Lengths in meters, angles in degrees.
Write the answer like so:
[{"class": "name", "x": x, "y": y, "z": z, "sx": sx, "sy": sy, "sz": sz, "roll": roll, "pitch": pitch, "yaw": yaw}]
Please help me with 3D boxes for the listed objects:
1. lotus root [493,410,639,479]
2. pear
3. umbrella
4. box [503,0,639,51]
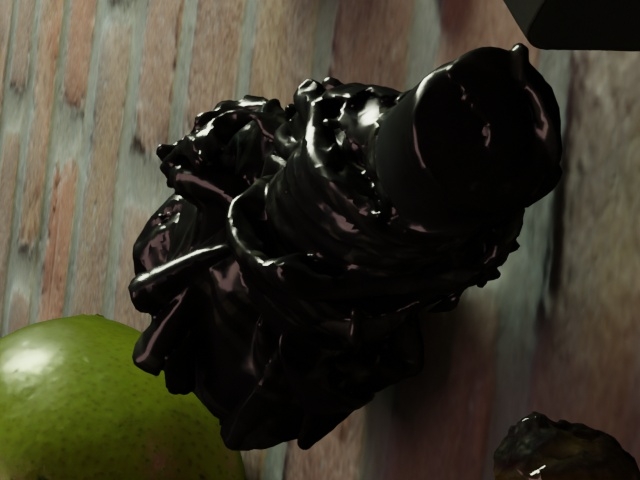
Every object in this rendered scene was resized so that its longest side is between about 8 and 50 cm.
[{"class": "lotus root", "x": 0.063, "y": 0.159, "z": 0.544, "sx": 0.138, "sy": 0.138, "sz": 0.214, "roll": 171, "pitch": 116, "yaw": -70}, {"class": "pear", "x": -0.123, "y": 0.154, "z": 1.010, "sx": 0.219, "sy": 0.187, "sz": 0.187, "roll": 67, "pitch": 149, "yaw": 30}, {"class": "umbrella", "x": -0.002, "y": 0.012, "z": 0.735, "sx": 0.336, "sy": 0.128, "sz": 0.154, "roll": 178, "pitch": 95, "yaw": -75}, {"class": "box", "x": 0.098, "y": -0.116, "z": 0.583, "sx": 0.122, "sy": 0.084, "sz": 0.069, "roll": 116, "pitch": 143, "yaw": -47}]
